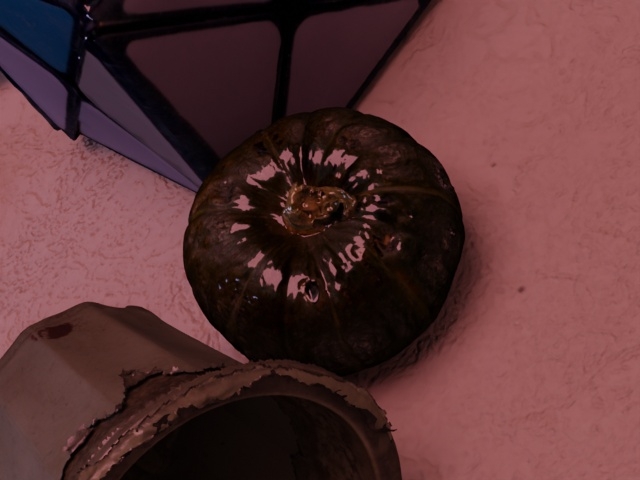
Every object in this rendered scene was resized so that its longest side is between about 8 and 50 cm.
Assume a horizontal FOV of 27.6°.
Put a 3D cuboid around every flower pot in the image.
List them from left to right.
[{"bbox_3d":[-0.120,0.171,0.917,0.290,0.290,0.259,-50,41,-7],"label":"flower pot"}]

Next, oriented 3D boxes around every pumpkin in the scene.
[{"bbox_3d":[0.000,0.000,1.013,0.223,0.157,0.224,-7,65,14],"label":"pumpkin"}]

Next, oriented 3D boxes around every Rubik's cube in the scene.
[{"bbox_3d":[-0.133,-0.243,1.137,0.305,0.310,0.307,29,76,37],"label":"Rubik's cube"}]
